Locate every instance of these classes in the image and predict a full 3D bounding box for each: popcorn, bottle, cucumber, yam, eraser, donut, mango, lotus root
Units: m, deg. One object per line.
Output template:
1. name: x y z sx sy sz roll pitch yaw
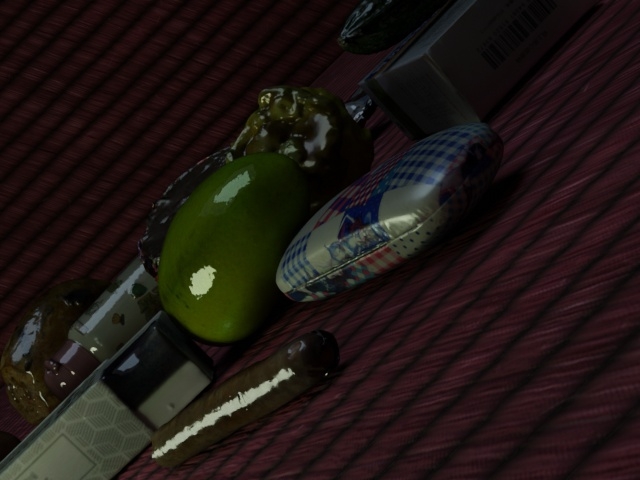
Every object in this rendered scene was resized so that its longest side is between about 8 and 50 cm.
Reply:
1. popcorn: -0.029 -0.094 1.523 0.197 0.197 0.155 -41 -19 19
2. bottle: -0.316 0.146 1.904 0.253 0.120 0.120 -49 10 -21
3. cucumber: 0.123 -0.306 1.490 0.265 0.077 0.077 -48 10 -16
4. yam: -0.071 0.141 1.085 0.264 0.046 0.046 -37 12 45
5. eraser: -0.293 0.254 1.395 0.404 0.096 0.098 -43 8 4
6. donut: -0.136 -0.028 1.749 0.270 0.103 0.269 -28 31 19
7. mango: -0.099 0.015 1.359 0.185 0.149 0.273 -65 3 -22
8. lotus root: -0.433 0.172 2.113 0.193 0.193 0.291 -36 13 43

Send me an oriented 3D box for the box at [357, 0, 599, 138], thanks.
1. box: 0.178 -0.232 1.476 0.200 0.106 0.299 -45 8 -8

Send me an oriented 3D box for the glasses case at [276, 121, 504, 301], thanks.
1. glasses case: 0.056 -0.019 1.149 0.125 0.076 0.327 -52 10 -29

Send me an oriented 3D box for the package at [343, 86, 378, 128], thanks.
1. package: 0.010 -0.134 1.928 0.269 0.071 0.194 -56 6 7

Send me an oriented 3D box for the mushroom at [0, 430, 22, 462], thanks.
1. mushroom: -0.491 0.362 1.624 0.278 0.146 0.278 -51 1 2
